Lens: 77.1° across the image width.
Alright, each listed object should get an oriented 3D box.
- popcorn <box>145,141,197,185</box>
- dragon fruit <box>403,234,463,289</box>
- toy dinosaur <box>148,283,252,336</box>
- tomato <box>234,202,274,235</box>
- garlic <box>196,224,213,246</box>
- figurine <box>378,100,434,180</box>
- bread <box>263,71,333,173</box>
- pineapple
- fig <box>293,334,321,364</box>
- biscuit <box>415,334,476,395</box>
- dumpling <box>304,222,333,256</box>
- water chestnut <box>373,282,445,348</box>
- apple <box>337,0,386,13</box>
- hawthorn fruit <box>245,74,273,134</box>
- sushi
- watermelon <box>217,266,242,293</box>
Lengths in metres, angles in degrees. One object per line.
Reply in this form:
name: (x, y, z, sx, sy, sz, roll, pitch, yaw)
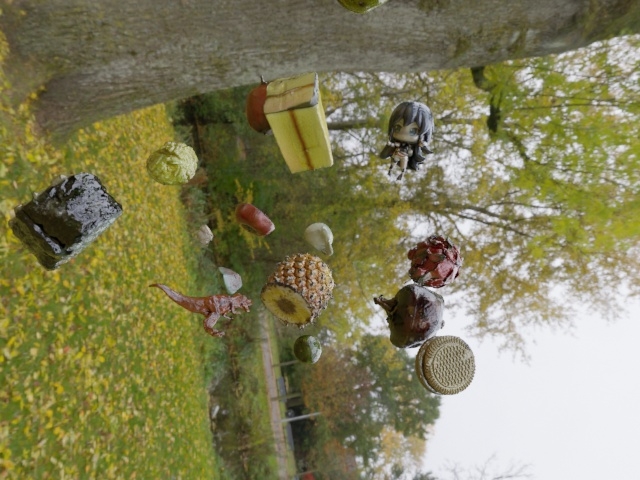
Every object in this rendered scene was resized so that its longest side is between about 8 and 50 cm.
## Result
popcorn: (-0.753, -0.382, 2.007, 0.206, 0.251, 0.237, 53, 51, -47)
dragon fruit: (0.459, 0.101, 1.696, 0.234, 0.292, 0.234, 54, -22, 34)
toy dinosaur: (-0.446, 0.278, 1.580, 0.097, 0.431, 0.208, -41, -130, 37)
tomato: (-0.338, -0.090, 2.016, 0.085, 0.224, 0.225, -58, 168, -24)
garlic: (-0.542, -0.019, 1.884, 0.094, 0.074, 0.113, -124, -155, -53)
figurine: (0.317, -0.368, 1.465, 0.197, 0.175, 0.265, -77, -174, -59)
bread: (-0.061, -0.367, 1.273, 0.264, 0.167, 0.163, 70, 16, -53)
pineapple: (-0.100, 0.235, 1.968, 0.300, 0.352, 0.353, -46, 141, -45)
fig: (-0.040, 0.454, 1.679, 0.156, 0.123, 0.123, 11, 64, -55)
biscuit: (0.515, 0.511, 1.651, 0.079, 0.258, 0.260, 148, -67, -71)
dumpling: (0.002, -0.001, 1.722, 0.181, 0.111, 0.155, -50, 118, -79)
water chestnut: (0.420, 0.360, 1.961, 0.335, 0.346, 0.336, 14, 90, -88)
apple: (0.113, -0.674, 1.015, 0.157, 0.196, 0.196, 51, 11, -32)
hawthorn fruit: (-0.231, -0.590, 1.755, 0.215, 0.215, 0.250, -114, -170, -65)
sushi: (-0.687, -0.050, 1.076, 0.171, 0.350, 0.211, 52, 44, -16)
watermelon: (-0.476, 0.186, 2.052, 0.180, 0.094, 0.081, 38, -45, 22)
